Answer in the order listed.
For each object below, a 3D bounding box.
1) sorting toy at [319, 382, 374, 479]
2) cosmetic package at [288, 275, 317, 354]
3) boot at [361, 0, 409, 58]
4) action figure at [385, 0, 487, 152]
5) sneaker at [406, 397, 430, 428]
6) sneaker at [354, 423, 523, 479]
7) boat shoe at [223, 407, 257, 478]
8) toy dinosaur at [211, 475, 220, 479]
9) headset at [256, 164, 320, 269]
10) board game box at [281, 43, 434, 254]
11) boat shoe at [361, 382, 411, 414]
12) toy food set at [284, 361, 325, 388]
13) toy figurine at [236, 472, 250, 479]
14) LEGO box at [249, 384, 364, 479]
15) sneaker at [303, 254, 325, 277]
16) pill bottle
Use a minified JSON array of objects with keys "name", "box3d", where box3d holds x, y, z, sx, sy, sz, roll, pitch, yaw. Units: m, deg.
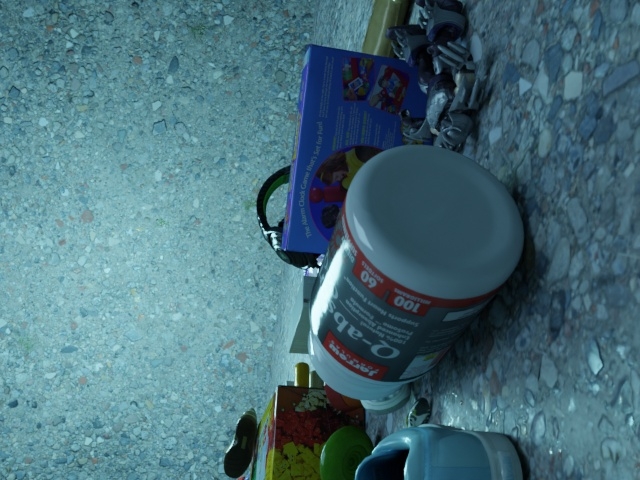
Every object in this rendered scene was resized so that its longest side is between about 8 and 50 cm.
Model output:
[{"name":"sorting toy","box3d":[0.085,0.385,1.155,0.126,0.127,0.366,-3,82,51]},{"name":"cosmetic package","box3d":[-0.008,0.202,1.680,0.238,0.127,0.107,109,164,-45]},{"name":"boot","box3d":[0.139,-0.528,1.422,0.269,0.089,0.236,104,169,-45]},{"name":"action figure","box3d":[0.175,-0.244,0.969,0.185,0.099,0.285,122,151,-49]},{"name":"sneaker","box3d":[0.144,0.269,0.979,0.035,0.031,0.083,-98,18,-60]},{"name":"sneaker","box3d":[0.108,0.292,0.815,0.366,0.150,0.135,115,160,-63]},{"name":"boat shoe","box3d":[-0.195,0.518,1.641,0.072,0.068,0.190,-66,-3,-74]},{"name":"toy dinosaur","box3d":[-0.185,0.648,1.365,0.160,0.121,0.314,88,176,-53]},{"name":"headset","box3d":[0.000,0.000,1.519,0.185,0.243,0.394,92,154,-61]},{"name":"board game box","box3d":[0.069,-0.143,1.114,0.078,0.233,0.347,-165,82,-80]},{"name":"boat shoe","box3d":[0.076,0.158,1.134,0.320,0.118,0.103,-103,-6,-55]},{"name":"toy food set","box3d":[-0.040,0.434,1.750,0.232,0.111,0.105,112,163,-49]},{"name":"toy figurine","box3d":[-0.102,0.737,1.893,0.362,0.217,0.191,-39,-3,4]},{"name":"LEGO box","box3d":[-0.051,0.582,1.457,0.500,0.193,0.373,112,163,-59]},{"name":"sneaker","box3d":[0.014,0.088,1.756,0.236,0.095,0.105,111,155,-54]},{"name":"pill bottle","box3d":[0.099,0.066,0.850,0.363,0.210,0.210,108,165,-53]}]
